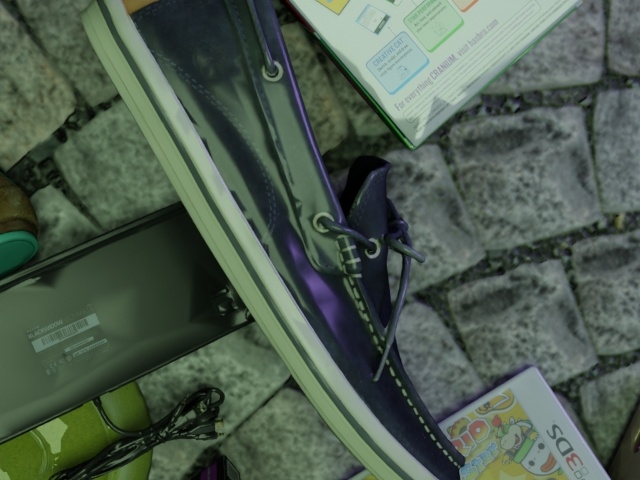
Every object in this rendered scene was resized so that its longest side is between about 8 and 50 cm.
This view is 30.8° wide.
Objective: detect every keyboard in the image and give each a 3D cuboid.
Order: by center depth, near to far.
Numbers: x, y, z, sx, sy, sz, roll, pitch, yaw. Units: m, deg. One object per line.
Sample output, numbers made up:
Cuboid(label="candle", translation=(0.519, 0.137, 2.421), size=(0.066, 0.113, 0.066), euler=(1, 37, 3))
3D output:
Cuboid(label="keyboard", translation=(-0.197, 0.110, 0.965), size=(0.317, 0.033, 0.201), euler=(-25, 100, -15))

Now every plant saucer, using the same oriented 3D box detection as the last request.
Cuboid(label="plant saucer", translation=(-0.267, 0.183, 1.005), size=(0.241, 0.037, 0.240), euler=(-1, 100, -5))

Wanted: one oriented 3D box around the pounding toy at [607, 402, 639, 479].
Cuboid(label="pounding toy", translation=(0.392, 0.176, 1.032), size=(0.206, 0.094, 0.181), euler=(21, 98, -8))

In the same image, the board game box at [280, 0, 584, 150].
Cuboid(label="board game box", translation=(0.060, -0.271, 0.941), size=(0.242, 0.064, 0.316), euler=(-41, 101, 3))

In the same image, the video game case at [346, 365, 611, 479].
Cuboid(label="video game case", translation=(0.148, 0.254, 1.013), size=(0.227, 0.026, 0.206), euler=(-32, 72, 1))

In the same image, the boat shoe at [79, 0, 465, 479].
Cuboid(label="boat shoe", translation=(0.000, 0.000, 0.917), size=(0.156, 0.187, 0.500), euler=(-31, 99, -4))

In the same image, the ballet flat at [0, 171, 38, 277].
Cuboid(label="ballet flat", translation=(-0.393, 0.038, 0.937), size=(0.342, 0.116, 0.124), euler=(-34, 72, -1))

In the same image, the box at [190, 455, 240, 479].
Cuboid(label="box", translation=(-0.137, 0.260, 0.990), size=(0.162, 0.116, 0.029), euler=(-36, 102, 2))
